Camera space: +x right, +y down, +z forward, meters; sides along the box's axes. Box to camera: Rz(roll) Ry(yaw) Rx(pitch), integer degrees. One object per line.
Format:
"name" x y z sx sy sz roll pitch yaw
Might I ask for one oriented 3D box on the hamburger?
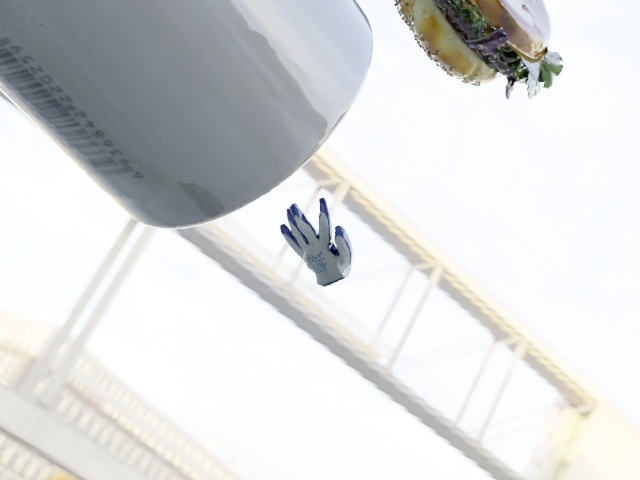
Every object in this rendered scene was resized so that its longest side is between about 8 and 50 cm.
"hamburger" 0.133 -0.200 1.010 0.093 0.164 0.189 -38 -90 29

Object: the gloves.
"gloves" 0.000 0.000 1.044 0.064 0.026 0.086 -29 -81 39

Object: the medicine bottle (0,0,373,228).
"medicine bottle" -0.139 -0.186 0.677 0.208 0.208 0.339 5 -35 47
